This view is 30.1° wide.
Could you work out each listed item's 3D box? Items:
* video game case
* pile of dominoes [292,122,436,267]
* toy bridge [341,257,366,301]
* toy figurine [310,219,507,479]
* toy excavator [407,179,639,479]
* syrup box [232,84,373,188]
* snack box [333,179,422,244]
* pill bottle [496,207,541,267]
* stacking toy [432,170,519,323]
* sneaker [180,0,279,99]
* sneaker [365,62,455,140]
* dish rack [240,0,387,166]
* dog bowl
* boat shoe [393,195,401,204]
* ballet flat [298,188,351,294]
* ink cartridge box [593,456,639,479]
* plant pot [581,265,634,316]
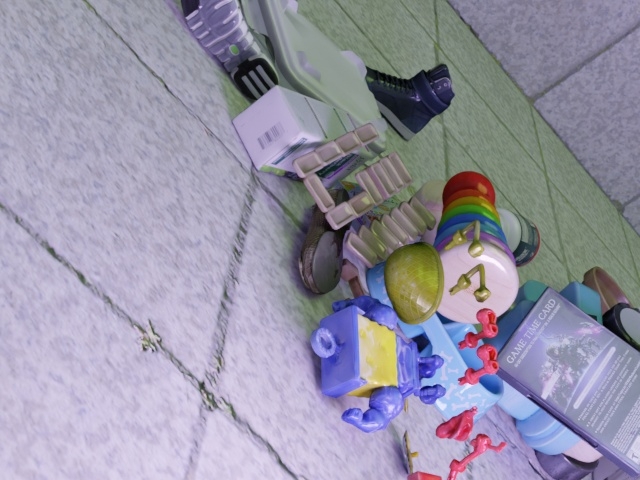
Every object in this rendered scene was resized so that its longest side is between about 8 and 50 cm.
[{"bbox_3d":[0.420,0.215,1.855,0.274,0.026,0.196,36,54,11],"label":"video game case"},{"bbox_3d":[0.063,-0.063,1.792,0.196,0.040,0.251,59,37,0],"label":"pile of dominoes"},{"bbox_3d":[0.052,0.108,1.702,0.063,0.026,0.188,41,27,-31],"label":"toy bridge"},{"bbox_3d":[0.087,0.120,1.535,0.217,0.191,0.363,18,56,-31],"label":"toy figurine"},{"bbox_3d":[0.335,0.131,2.020,0.445,0.222,0.433,28,41,-18],"label":"toy excavator"},{"bbox_3d":[-0.023,-0.156,1.839,0.237,0.093,0.096,11,47,-60],"label":"syrup box"},{"bbox_3d":[0.088,-0.041,1.886,0.100,0.037,0.141,11,26,-30],"label":"snack box"},{"bbox_3d":[0.367,-0.009,2.410,0.180,0.108,0.108,16,43,-57],"label":"pill bottle"},{"bbox_3d":[0.242,-0.010,1.894,0.141,0.141,0.330,47,25,-18],"label":"stacking toy"},{"bbox_3d":[-0.141,-0.335,1.891,0.229,0.086,0.132,59,15,-18],"label":"sneaker"},{"bbox_3d":[0.168,-0.321,2.384,0.226,0.163,0.086,38,28,-32],"label":"sneaker"},{"bbox_3d":[0.004,-0.303,2.145,0.333,0.072,0.286,34,29,-44],"label":"dish rack"},{"bbox_3d":[0.184,0.146,1.855,0.297,0.074,0.166,60,22,13],"label":"dog bowl"},{"bbox_3d":[0.101,-0.069,2.037,0.045,0.050,0.135,56,11,12],"label":"boat shoe"},{"bbox_3d":[0.000,0.000,1.727,0.250,0.058,0.084,-74,151,-56],"label":"ballet flat"},{"bbox_3d":[0.644,0.426,2.110,0.166,0.285,0.395,52,22,-9],"label":"ink cartridge box"},{"bbox_3d":[0.643,0.185,2.693,0.237,0.109,0.237,43,25,-26],"label":"plant pot"}]
